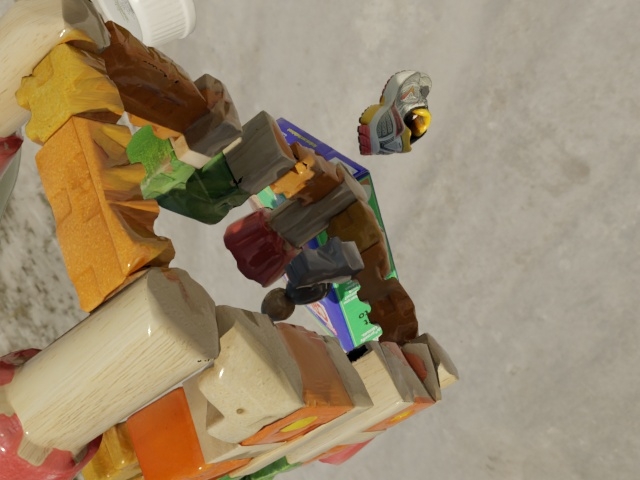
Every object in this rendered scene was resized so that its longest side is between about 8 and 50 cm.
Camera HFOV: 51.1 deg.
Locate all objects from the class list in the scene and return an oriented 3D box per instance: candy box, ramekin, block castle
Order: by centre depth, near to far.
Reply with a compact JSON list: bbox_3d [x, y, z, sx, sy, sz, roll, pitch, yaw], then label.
[{"bbox_3d":[-0.093,0.045,0.549,0.453,0.213,0.303,23,-143,-58],"label":"block castle"},{"bbox_3d":[0.000,0.000,1.058,0.268,0.122,0.317,40,157,51],"label":"candy box"},{"bbox_3d":[-0.341,-0.462,1.266,0.207,0.109,0.207,42,155,24],"label":"ramekin"}]

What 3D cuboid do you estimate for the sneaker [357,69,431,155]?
[{"bbox_3d":[0.139,-0.199,1.070,0.093,0.225,0.088,10,134,23],"label":"sneaker"}]

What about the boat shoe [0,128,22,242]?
[{"bbox_3d":[-0.614,-0.073,1.173,0.127,0.113,0.340,-159,80,-85],"label":"boat shoe"}]
